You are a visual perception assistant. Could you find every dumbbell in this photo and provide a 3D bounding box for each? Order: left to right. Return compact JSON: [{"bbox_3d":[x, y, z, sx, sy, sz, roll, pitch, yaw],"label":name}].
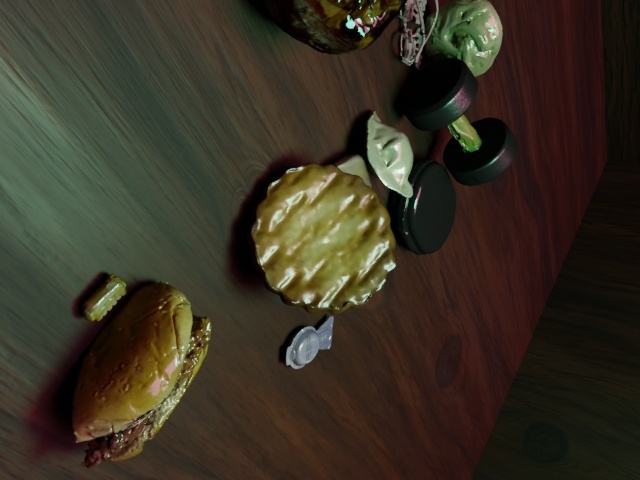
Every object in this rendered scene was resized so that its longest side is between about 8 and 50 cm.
[{"bbox_3d":[0.380,-0.317,1.728,0.322,0.204,0.203,42,67,-37],"label":"dumbbell"}]

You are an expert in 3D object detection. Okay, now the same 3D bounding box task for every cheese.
[{"bbox_3d":[-0.025,0.255,1.565,0.191,0.042,0.105,-16,116,-52],"label":"cheese"}]

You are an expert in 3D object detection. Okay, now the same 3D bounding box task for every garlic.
[{"bbox_3d":[0.054,-0.078,1.503,0.228,0.110,0.217,-35,132,-44],"label":"garlic"}]

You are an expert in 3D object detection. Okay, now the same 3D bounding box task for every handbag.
[{"bbox_3d":[0.299,-0.094,1.852,0.253,0.093,0.308,-59,142,-20],"label":"handbag"}]

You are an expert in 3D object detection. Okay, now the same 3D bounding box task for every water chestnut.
[{"bbox_3d":[0.053,-0.513,1.146,0.335,0.347,0.335,-15,113,-40],"label":"water chestnut"}]

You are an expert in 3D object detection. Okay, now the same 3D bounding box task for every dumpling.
[{"bbox_3d":[0.157,-0.215,1.564,0.166,0.126,0.215,-12,104,-63],"label":"dumpling"}]

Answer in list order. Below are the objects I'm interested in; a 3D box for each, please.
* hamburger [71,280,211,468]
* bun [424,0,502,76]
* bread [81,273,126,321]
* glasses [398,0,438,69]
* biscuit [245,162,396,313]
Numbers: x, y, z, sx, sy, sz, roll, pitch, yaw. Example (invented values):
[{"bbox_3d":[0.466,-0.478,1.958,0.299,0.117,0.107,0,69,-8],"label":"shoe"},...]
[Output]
[{"bbox_3d":[-0.293,0.215,1.073,0.155,0.245,0.282,54,14,-42],"label":"hamburger"},{"bbox_3d":[0.370,-0.533,1.693,0.116,0.210,0.237,-42,148,-38],"label":"bun"},{"bbox_3d":[-0.358,0.095,1.046,0.088,0.034,0.049,-52,154,-24],"label":"bread"},{"bbox_3d":[0.262,-0.564,1.631,0.162,0.095,0.255,-42,137,-59],"label":"glasses"},{"bbox_3d":[0.000,0.000,1.342,0.326,0.107,0.325,4,77,-19],"label":"biscuit"}]
